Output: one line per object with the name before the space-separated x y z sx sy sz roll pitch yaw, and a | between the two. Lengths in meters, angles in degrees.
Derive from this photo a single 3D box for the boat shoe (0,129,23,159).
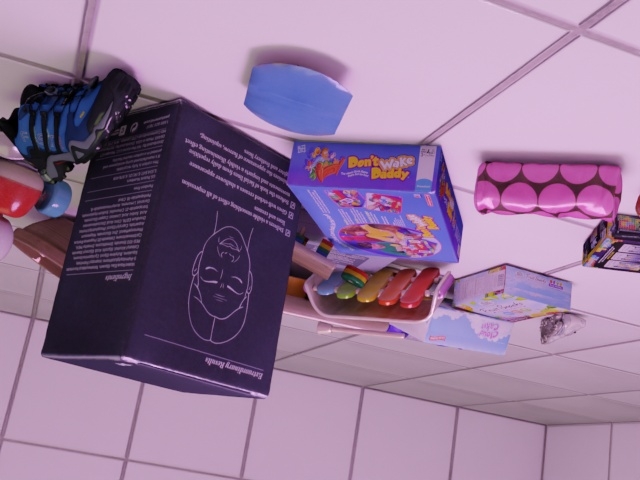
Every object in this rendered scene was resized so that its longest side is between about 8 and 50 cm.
boat shoe | -0.568 -0.177 1.472 0.125 0.046 0.038 16 -158 -34

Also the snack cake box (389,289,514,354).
snack cake box | 0.306 0.192 1.993 0.264 0.089 0.152 13 -175 -35

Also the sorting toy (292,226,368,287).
sorting toy | -0.037 0.009 1.578 0.275 0.046 0.132 29 168 1

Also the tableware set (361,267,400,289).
tableware set | 0.143 0.104 2.010 0.128 0.039 0.194 12 163 -8

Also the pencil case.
pencil case | 0.337 -0.070 1.257 0.209 0.095 0.098 6 179 17

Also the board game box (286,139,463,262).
board game box | 0.106 -0.058 1.431 0.233 0.078 0.347 5 162 16

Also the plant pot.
plant pot | -0.590 0.021 1.959 0.237 0.109 0.237 29 162 10

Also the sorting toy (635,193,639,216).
sorting toy | 0.524 -0.040 1.295 0.102 0.061 0.042 35 161 -4

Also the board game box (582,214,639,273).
board game box | 0.545 0.009 1.465 0.141 0.048 0.170 6 163 5

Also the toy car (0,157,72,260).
toy car | -0.625 -0.041 1.555 0.210 0.237 0.219 16 173 40

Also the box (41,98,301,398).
box | -0.218 0.028 1.341 0.212 0.395 0.294 -6 157 40

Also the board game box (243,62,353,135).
board game box | -0.029 -0.199 1.129 0.133 0.033 0.168 16 158 -6

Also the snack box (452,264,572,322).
snack box | 0.418 0.121 1.862 0.175 0.070 0.207 15 161 -20

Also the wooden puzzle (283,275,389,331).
wooden puzzle | -0.018 0.132 2.047 0.322 0.080 0.348 14 -178 -10

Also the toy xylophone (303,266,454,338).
toy xylophone | 0.119 0.124 1.801 0.323 0.081 0.236 -1 -161 16

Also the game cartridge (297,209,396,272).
game cartridge | 0.000 0.000 1.728 0.297 0.062 0.198 13 159 -13

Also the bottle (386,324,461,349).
bottle | 0.312 0.231 2.241 0.283 0.092 0.118 12 164 -7

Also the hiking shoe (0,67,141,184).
hiking shoe | -0.380 -0.180 1.243 0.132 0.113 0.304 42 139 -21

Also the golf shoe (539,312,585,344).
golf shoe | 0.604 0.225 2.118 0.086 0.069 0.176 4 165 -4
